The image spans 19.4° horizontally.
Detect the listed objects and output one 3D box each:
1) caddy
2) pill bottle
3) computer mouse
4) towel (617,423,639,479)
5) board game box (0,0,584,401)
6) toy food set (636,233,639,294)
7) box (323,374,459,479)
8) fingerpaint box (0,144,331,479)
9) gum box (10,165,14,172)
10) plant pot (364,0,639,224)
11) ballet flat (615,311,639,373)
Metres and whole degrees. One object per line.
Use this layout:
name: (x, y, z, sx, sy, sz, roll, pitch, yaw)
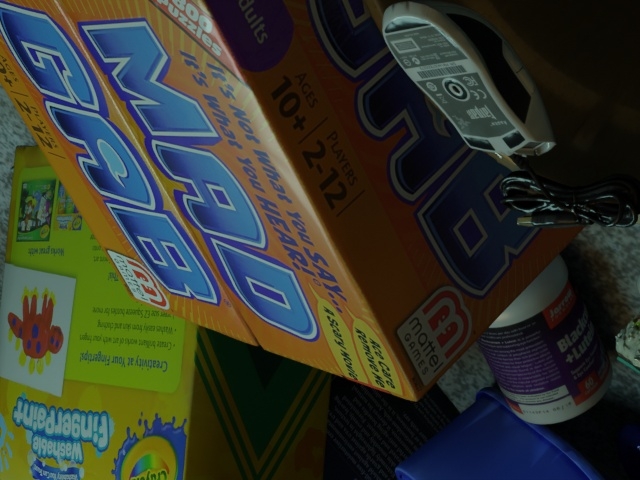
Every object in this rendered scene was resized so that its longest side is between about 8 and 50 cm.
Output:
caddy: (0.230, 0.286, 1.883, 0.241, 0.179, 0.341, 61, 168, -29)
pill bottle: (0.193, 0.070, 1.752, 0.108, 0.108, 0.193, 5, 135, 44)
computer mouse: (0.112, -0.082, 1.125, 0.106, 0.042, 0.193, 0, 136, 54)
towel: (0.450, 0.264, 1.759, 0.308, 0.076, 0.227, 6, 138, 46)
board game box: (0.000, -0.162, 1.386, 0.356, 0.356, 0.356, 16, 142, 49)
toy food set: (0.316, 0.015, 1.552, 0.111, 0.104, 0.232, 35, 148, 10)
box: (-0.046, 0.264, 2.079, 0.182, 0.294, 0.296, 51, 148, -16)
fingerpaint box: (-0.162, 0.087, 1.867, 0.163, 0.371, 0.445, 7, 175, -33)
gum box: (-0.256, -0.041, 2.168, 0.184, 0.041, 0.157, 50, 148, -14)
plant pot: (0.235, -0.228, 1.139, 0.334, 0.305, 0.333, 28, 146, 21)
ballet flat: (0.357, 0.126, 1.629, 0.241, 0.077, 0.091, 36, -170, 36)
